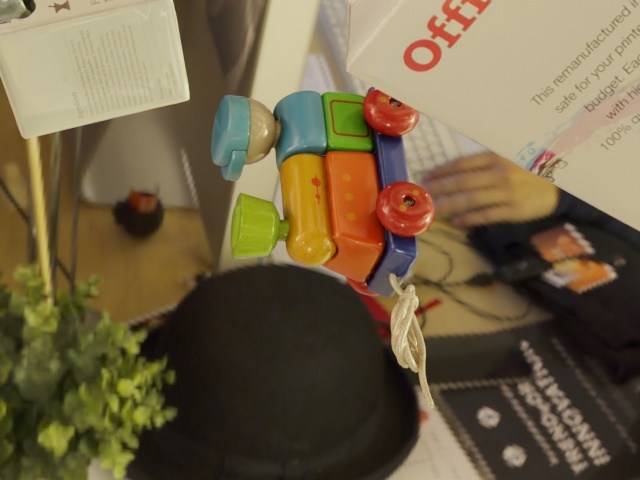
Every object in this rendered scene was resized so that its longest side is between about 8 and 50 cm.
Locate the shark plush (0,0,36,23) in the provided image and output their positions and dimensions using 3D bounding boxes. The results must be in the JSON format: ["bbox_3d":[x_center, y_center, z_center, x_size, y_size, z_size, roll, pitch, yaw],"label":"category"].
[{"bbox_3d":[-0.179,-0.067,0.474,0.161,0.073,0.067,4,29,10],"label":"shark plush"}]

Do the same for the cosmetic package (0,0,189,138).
[{"bbox_3d":[-0.246,-0.225,1.328,0.183,0.151,0.151,-15,54,-8],"label":"cosmetic package"}]

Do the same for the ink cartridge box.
[{"bbox_3d":[0.175,-0.144,0.639,0.270,0.198,0.197,26,40,-20],"label":"ink cartridge box"}]

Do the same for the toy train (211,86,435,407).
[{"bbox_3d":[0.000,0.000,0.915,0.143,0.105,0.248,4,57,-14],"label":"toy train"}]
